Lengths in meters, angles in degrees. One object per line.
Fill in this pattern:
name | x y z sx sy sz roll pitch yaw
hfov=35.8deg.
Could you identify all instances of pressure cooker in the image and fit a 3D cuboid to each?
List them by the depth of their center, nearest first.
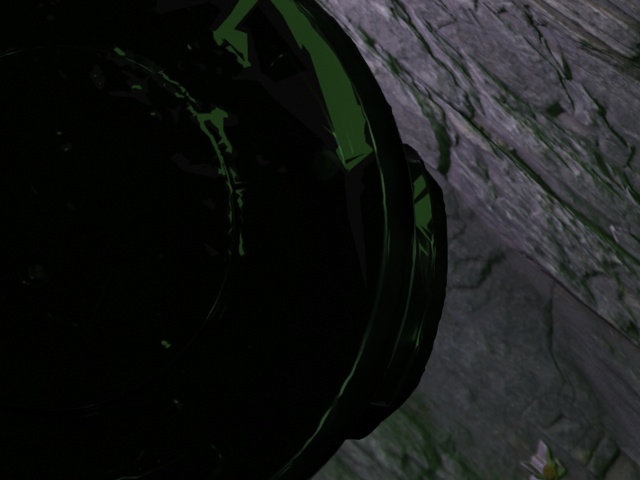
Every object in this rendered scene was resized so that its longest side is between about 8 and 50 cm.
pressure cooker | -0.118 0.009 0.689 0.370 0.420 0.375 -35 83 -2
